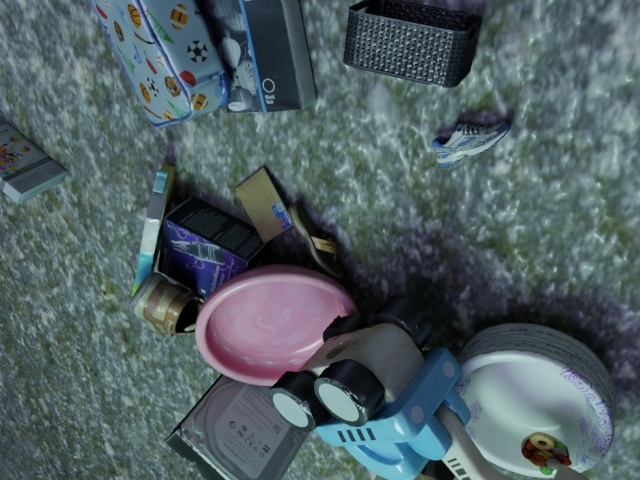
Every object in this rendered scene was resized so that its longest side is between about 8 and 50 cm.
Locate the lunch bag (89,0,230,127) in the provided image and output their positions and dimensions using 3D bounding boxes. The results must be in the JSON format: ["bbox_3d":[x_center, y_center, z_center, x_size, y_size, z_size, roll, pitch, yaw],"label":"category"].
[{"bbox_3d":[-0.292,-0.356,1.133,0.243,0.115,0.303,8,124,56],"label":"lunch bag"}]

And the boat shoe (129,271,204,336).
[{"bbox_3d":[-0.304,0.161,1.387,0.116,0.123,0.324,25,171,10],"label":"boat shoe"}]

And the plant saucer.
[{"bbox_3d":[-0.086,0.166,1.313,0.332,0.084,0.332,-4,131,-5],"label":"plant saucer"}]

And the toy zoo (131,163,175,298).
[{"bbox_3d":[-0.348,-0.027,1.344,0.030,0.192,0.293,13,127,-12],"label":"toy zoo"}]

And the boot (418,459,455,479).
[{"bbox_3d":[0.163,0.434,1.359,0.115,0.112,0.305,-9,137,42],"label":"boot"}]

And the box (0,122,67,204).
[{"bbox_3d":[-0.702,-0.179,1.464,0.186,0.145,0.038,39,126,3],"label":"box"}]

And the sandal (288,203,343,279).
[{"bbox_3d":[0.000,0.000,1.259,0.049,0.072,0.180,-28,99,15],"label":"sandal"}]

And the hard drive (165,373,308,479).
[{"bbox_3d":[-0.142,0.383,1.383,0.237,0.339,0.064,44,126,-1],"label":"hard drive"}]

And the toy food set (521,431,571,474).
[{"bbox_3d":[0.389,0.367,1.107,0.082,0.020,0.083,35,129,6],"label":"toy food set"}]

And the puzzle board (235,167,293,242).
[{"bbox_3d":[-0.111,-0.069,1.286,0.096,0.011,0.128,-31,87,39],"label":"puzzle board"}]

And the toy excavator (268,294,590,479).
[{"bbox_3d":[0.195,0.329,1.096,0.445,0.222,0.433,53,142,-9],"label":"toy excavator"}]

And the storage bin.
[{"bbox_3d":[0.136,-0.300,0.962,0.180,0.122,0.084,19,125,17],"label":"storage bin"}]

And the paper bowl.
[{"bbox_3d":[0.381,0.275,1.163,0.284,0.148,0.284,13,124,20],"label":"paper bowl"}]

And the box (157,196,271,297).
[{"bbox_3d":[-0.227,0.029,1.362,0.207,0.108,0.153,25,128,12],"label":"box"}]

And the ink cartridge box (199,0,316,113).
[{"bbox_3d":[-0.117,-0.384,1.086,0.165,0.065,0.332,2,118,28],"label":"ink cartridge box"}]

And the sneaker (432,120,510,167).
[{"bbox_3d":[0.238,-0.166,1.036,0.135,0.052,0.058,-23,102,35],"label":"sneaker"}]
